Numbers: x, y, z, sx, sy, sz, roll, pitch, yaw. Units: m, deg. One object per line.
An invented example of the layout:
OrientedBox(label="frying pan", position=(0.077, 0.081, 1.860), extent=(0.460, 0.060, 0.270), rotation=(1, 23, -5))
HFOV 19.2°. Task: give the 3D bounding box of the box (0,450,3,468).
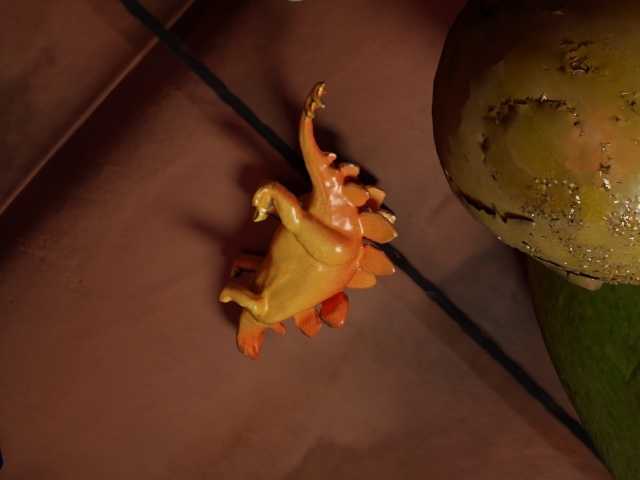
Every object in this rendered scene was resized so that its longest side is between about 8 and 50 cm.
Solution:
OrientedBox(label="box", position=(-0.387, 0.153, 1.545), extent=(0.116, 0.279, 0.261), rotation=(6, 122, 21))

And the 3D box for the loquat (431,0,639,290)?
OrientedBox(label="loquat", position=(0.183, -0.083, 1.153), extent=(0.235, 0.235, 0.235), rotation=(12, 124, 19))

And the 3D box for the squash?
OrientedBox(label="squash", position=(0.272, 0.086, 1.294), extent=(0.309, 0.210, 0.233), rotation=(65, 146, 33))

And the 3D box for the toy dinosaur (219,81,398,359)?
OrientedBox(label="toy dinosaur", position=(0.000, 0.000, 1.399), extent=(0.117, 0.070, 0.288), rotation=(22, 131, -2))
